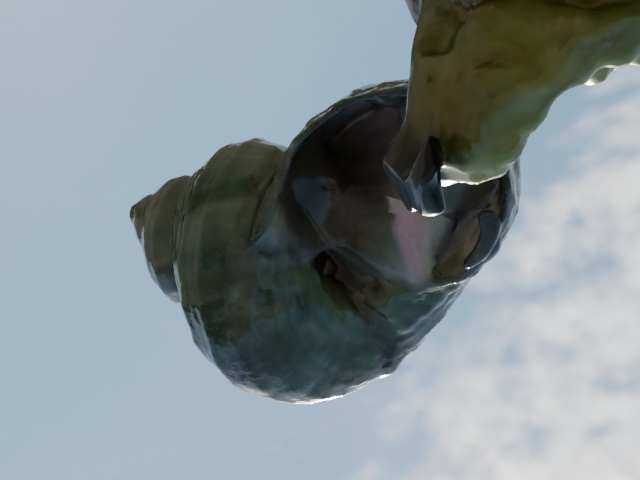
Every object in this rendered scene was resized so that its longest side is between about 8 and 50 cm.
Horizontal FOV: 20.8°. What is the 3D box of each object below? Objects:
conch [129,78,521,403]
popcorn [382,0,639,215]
[{"bbox_3d":[0.000,0.000,1.105,0.277,0.220,0.195,5,-131,28],"label":"conch"},{"bbox_3d":[0.117,-0.201,0.773,0.237,0.293,0.293,-14,-160,-9],"label":"popcorn"}]
